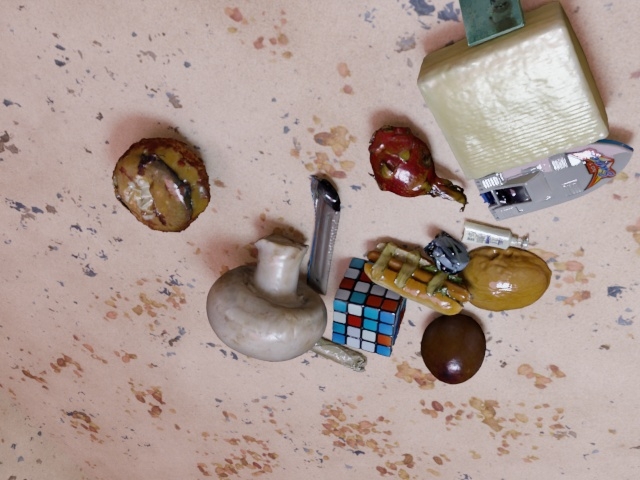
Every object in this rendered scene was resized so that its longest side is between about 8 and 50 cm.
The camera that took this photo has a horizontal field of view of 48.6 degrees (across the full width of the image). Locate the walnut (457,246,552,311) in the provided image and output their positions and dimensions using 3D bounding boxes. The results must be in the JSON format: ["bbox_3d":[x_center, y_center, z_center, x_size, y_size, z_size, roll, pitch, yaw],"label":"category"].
[{"bbox_3d":[0.398,0.099,1.564,0.211,0.087,0.167,-5,122,26],"label":"walnut"}]

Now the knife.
[{"bbox_3d":[0.005,-0.002,1.677,0.089,0.043,0.365,42,145,32],"label":"knife"}]

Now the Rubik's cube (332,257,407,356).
[{"bbox_3d":[0.120,0.158,1.682,0.151,0.155,0.154,12,131,13],"label":"Rubik's cube"}]

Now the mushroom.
[{"bbox_3d":[-0.118,0.134,1.693,0.298,0.297,0.290,20,110,6],"label":"mushroom"}]

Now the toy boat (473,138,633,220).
[{"bbox_3d":[0.443,-0.127,1.353,0.295,0.088,0.129,-16,120,33],"label":"toy boat"}]

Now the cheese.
[{"bbox_3d":[0.343,-0.257,1.264,0.266,0.124,0.242,-17,124,32],"label":"cheese"}]

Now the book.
[{"bbox_3d":[0.281,-0.406,1.182,0.103,0.017,0.135,-14,84,32],"label":"book"}]

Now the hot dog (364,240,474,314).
[{"bbox_3d":[0.218,0.083,1.586,0.270,0.109,0.072,24,153,21],"label":"hot dog"}]

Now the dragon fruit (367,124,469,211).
[{"bbox_3d":[0.199,-0.134,1.431,0.246,0.125,0.125,29,131,-11],"label":"dragon fruit"}]

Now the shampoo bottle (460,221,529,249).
[{"bbox_3d":[0.374,-0.006,1.522,0.141,0.034,0.049,12,125,12],"label":"shampoo bottle"}]

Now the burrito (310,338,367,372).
[{"bbox_3d":[0.039,0.304,1.915,0.188,0.045,0.058,22,126,6],"label":"burrito"}]

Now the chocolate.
[{"bbox_3d":[0.312,0.262,1.689,0.177,0.176,0.176,12,131,13],"label":"chocolate"}]

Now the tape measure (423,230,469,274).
[{"bbox_3d":[0.279,0.029,1.557,0.094,0.091,0.054,44,126,8],"label":"tape measure"}]

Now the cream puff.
[{"bbox_3d":[-0.357,-0.133,1.636,0.240,0.164,0.240,21,132,25],"label":"cream puff"}]
